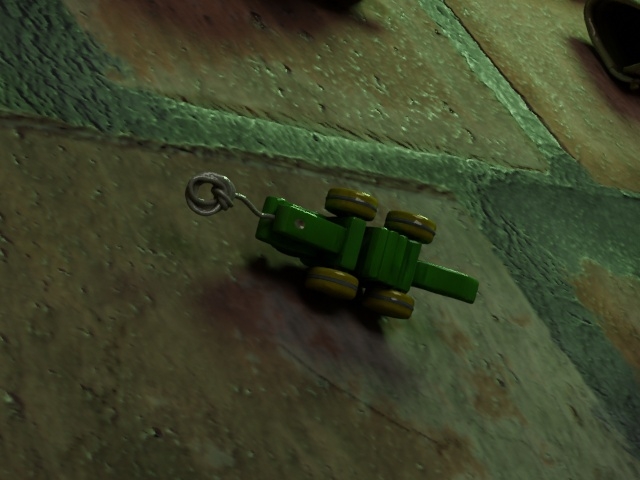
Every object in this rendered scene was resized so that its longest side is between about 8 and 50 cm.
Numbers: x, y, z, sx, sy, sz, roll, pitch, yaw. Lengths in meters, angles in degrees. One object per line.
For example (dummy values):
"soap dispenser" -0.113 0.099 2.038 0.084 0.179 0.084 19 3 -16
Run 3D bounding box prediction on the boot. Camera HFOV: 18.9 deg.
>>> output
"boot" 0.328 -0.134 1.615 0.165 0.077 0.213 9 30 -43

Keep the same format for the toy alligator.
"toy alligator" 0.000 0.000 1.051 0.190 0.056 0.051 20 -11 -27
